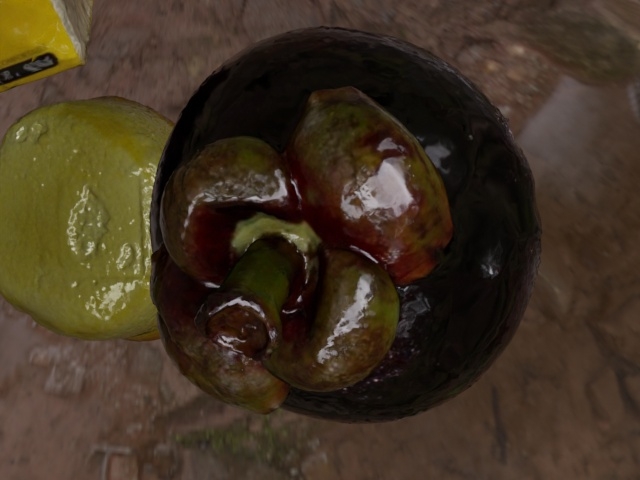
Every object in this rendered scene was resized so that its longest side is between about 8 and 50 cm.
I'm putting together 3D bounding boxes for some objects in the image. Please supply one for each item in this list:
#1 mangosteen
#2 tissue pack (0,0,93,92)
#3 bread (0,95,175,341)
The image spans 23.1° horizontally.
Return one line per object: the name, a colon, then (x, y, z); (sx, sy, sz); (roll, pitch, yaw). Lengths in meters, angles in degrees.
mangosteen: (0.000, 0.000, 0.790); (0.211, 0.250, 0.211); (5, 105, 22)
tissue pack: (-0.397, -0.225, 1.175); (0.382, 0.228, 0.293); (-18, 122, 7)
bread: (-0.230, -0.020, 1.641); (0.270, 0.148, 0.269); (3, 95, 29)
